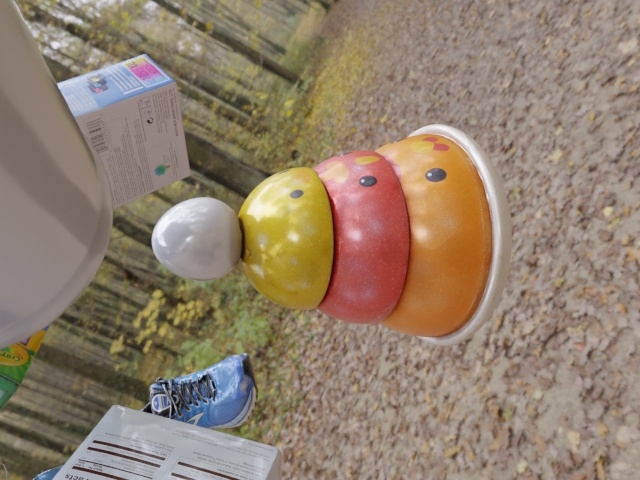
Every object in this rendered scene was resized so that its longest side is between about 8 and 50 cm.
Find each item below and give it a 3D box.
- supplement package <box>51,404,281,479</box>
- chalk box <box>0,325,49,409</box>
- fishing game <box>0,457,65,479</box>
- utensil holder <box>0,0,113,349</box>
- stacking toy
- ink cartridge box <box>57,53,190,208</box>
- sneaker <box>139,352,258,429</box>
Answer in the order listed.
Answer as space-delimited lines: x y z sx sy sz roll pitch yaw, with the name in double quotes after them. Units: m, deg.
-0.129 0.271 0.426 0.203 0.149 0.194 -59 -24 -58 "supplement package"
-0.490 0.143 0.812 0.180 0.179 0.289 -42 27 29 "chalk box"
-0.371 0.424 0.885 0.041 0.264 0.189 -12 62 63 "fishing game"
-0.392 -0.094 0.529 0.385 0.327 0.328 103 -172 -68 "utensil holder"
0.000 0.000 0.889 0.350 0.479 0.351 177 90 -66 "stacking toy"
-0.503 -0.204 1.314 0.395 0.151 0.270 -31 -36 -29 "ink cartridge box"
-0.254 0.325 1.197 0.330 0.147 0.130 -38 54 29 "sneaker"
